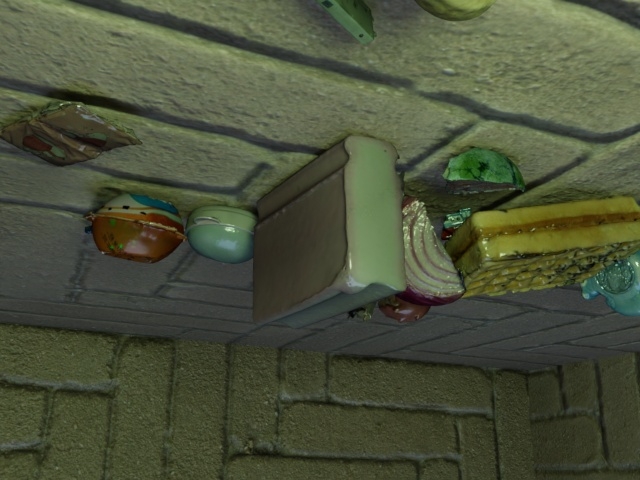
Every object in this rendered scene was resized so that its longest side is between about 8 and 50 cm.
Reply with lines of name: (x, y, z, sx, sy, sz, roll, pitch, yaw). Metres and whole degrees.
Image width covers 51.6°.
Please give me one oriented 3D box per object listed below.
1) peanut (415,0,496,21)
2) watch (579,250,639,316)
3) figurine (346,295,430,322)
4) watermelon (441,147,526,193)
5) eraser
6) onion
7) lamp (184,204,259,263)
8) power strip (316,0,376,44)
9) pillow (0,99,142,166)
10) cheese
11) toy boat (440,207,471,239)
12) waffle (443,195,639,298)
peanut: (0.086, -0.292, 0.583, 0.124, 0.123, 0.257, -15, 152, 40)
watch: (0.714, 0.058, 1.523, 0.193, 0.210, 0.211, -13, 173, -37)
figurine: (0.196, 0.147, 1.839, 0.387, 0.166, 0.207, -3, -165, 7)
watermelon: (0.266, -0.119, 1.165, 0.187, 0.071, 0.139, 3, 170, -33)
eraser: (0.000, 0.000, 1.202, 0.122, 0.272, 0.359, 11, 160, -28)
onion: (0.158, 0.043, 1.353, 0.111, 0.250, 0.247, -35, -170, -23)
lamp: (-0.191, -0.001, 1.472, 0.246, 0.107, 0.179, 14, 162, -34)
power strip: (0.027, -0.267, 0.752, 0.019, 0.050, 0.136, -19, 154, 30)
pillow: (-0.410, -0.173, 1.068, 0.248, 0.049, 0.135, -8, 159, 37)
cheese: (-0.403, -0.022, 1.397, 0.217, 0.129, 0.329, 17, 169, -32)
toy boat: (0.338, -0.038, 1.406, 0.173, 0.058, 0.069, -7, 161, 4)
waffle: (0.443, 0.023, 1.361, 0.376, 0.114, 0.261, -7, 155, -15)
